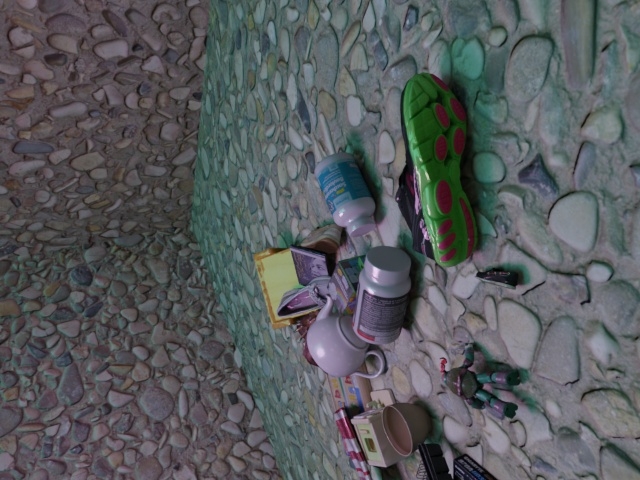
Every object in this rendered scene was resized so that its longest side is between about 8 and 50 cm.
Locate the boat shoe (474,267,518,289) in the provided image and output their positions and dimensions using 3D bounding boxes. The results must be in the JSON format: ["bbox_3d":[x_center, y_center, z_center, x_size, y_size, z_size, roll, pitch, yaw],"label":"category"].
[{"bbox_3d":[0.421,0.088,1.215,0.133,0.049,0.042,8,81,70],"label":"boat shoe"}]

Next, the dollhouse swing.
[{"bbox_3d":[-0.097,0.188,2.300,0.315,0.305,0.346,7,-114,-73],"label":"dollhouse swing"}]

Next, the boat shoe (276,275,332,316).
[{"bbox_3d":[-0.045,0.234,2.039,0.320,0.103,0.118,-20,114,35],"label":"boat shoe"}]

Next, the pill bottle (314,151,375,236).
[{"bbox_3d":[0.089,-0.146,1.664,0.264,0.146,0.146,67,153,20],"label":"pill bottle"}]

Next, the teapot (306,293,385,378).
[{"bbox_3d":[0.090,0.362,1.848,0.187,0.256,0.252,-41,37,27],"label":"teapot"}]

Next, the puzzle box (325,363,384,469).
[{"bbox_3d":[0.137,0.682,2.040,0.272,0.052,0.408,-22,82,62],"label":"puzzle box"}]

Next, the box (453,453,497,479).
[{"bbox_3d":[0.461,0.737,1.419,0.220,0.051,0.175,25,124,59],"label":"box"}]

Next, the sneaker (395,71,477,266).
[{"bbox_3d":[0.255,-0.169,1.272,0.202,0.185,0.482,8,107,59],"label":"sneaker"}]

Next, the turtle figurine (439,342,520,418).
[{"bbox_3d":[0.397,0.369,1.319,0.234,0.118,0.175,3,104,58],"label":"turtle figurine"}]

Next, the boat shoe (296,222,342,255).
[{"bbox_3d":[0.000,0.000,1.986,0.302,0.109,0.098,-24,39,64],"label":"boat shoe"}]

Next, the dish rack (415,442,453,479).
[{"bbox_3d":[0.351,0.768,1.555,0.208,0.074,0.271,-104,10,-47],"label":"dish rack"}]

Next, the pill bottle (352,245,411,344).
[{"bbox_3d":[0.193,0.170,1.579,0.161,0.161,0.283,48,142,46],"label":"pill bottle"}]

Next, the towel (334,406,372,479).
[{"bbox_3d":[0.128,0.804,1.934,0.237,0.037,0.329,98,151,-68],"label":"towel"}]

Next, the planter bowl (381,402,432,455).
[{"bbox_3d":[0.288,0.594,1.640,0.162,0.109,0.162,39,136,52],"label":"planter bowl"}]

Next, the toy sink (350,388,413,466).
[{"bbox_3d":[0.206,0.669,1.818,0.153,0.131,0.234,-41,65,61],"label":"toy sink"}]

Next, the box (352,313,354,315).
[{"bbox_3d":[0.124,0.231,1.903,0.137,0.027,0.093,32,131,56],"label":"box"}]

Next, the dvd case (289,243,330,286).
[{"bbox_3d":[-0.035,0.120,2.035,0.165,0.018,0.221,16,137,28],"label":"dvd case"}]

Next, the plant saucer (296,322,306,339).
[{"bbox_3d":[-0.032,0.414,2.238,0.168,0.029,0.168,31,148,22],"label":"plant saucer"}]

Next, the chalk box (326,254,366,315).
[{"bbox_3d":[0.128,0.139,1.737,0.132,0.132,0.213,63,150,30],"label":"chalk box"}]

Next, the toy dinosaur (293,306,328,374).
[{"bbox_3d":[-0.030,0.399,2.027,0.127,0.200,0.295,2,94,21],"label":"toy dinosaur"}]
